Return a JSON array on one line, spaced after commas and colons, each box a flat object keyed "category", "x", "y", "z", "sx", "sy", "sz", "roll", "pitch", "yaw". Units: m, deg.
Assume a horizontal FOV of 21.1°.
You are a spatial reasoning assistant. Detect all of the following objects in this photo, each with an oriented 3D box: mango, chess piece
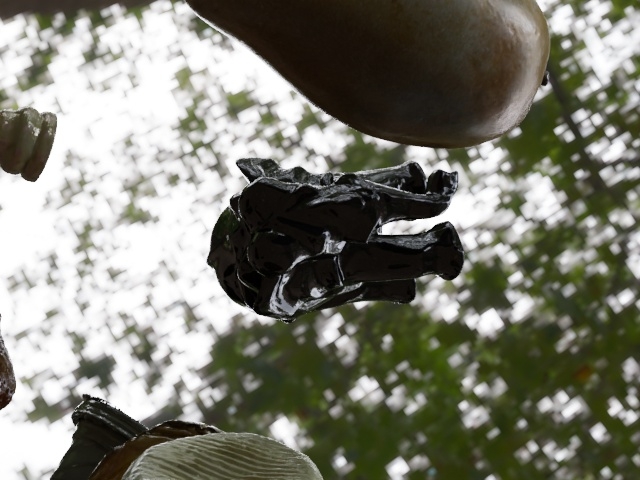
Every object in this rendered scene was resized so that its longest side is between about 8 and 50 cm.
[{"category": "mango", "x": 0.047, "y": -0.215, "z": 1.653, "sx": 0.199, "sy": 0.384, "sz": 0.221, "roll": -94, "pitch": -153, "yaw": -46}, {"category": "chess piece", "x": -0.416, "y": -0.134, "z": 2.103, "sx": 0.094, "sy": 0.170, "sz": 0.094, "roll": -165, "pitch": -90, "yaw": -70}]

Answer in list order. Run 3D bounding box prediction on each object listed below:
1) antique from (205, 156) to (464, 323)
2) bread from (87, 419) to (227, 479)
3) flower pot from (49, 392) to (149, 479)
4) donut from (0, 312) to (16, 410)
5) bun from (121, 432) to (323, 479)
[{"category": "antique", "x": 0.000, "y": 0.000, "z": 1.976, "sx": 0.322, "sy": 0.255, "sz": 0.185, "roll": 147, "pitch": -61, "yaw": -63}, {"category": "bread", "x": -0.150, "y": 0.331, "z": 1.994, "sx": 0.253, "sy": 0.227, "sz": 0.142, "roll": 25, "pitch": -29, "yaw": 40}, {"category": "flower pot", "x": -0.274, "y": 0.332, "z": 2.322, "sx": 0.235, "sy": 0.140, "sz": 0.235, "roll": 32, "pitch": -26, "yaw": 18}, {"category": "donut", "x": -0.435, "y": 0.164, "z": 1.772, "sx": 0.112, "sy": 0.295, "sz": 0.151, "roll": 55, "pitch": -20, "yaw": 10}, {"category": "bun", "x": -0.101, "y": 0.286, "z": 1.764, "sx": 0.222, "sy": 0.222, "sz": 0.127, "roll": 20, "pitch": -64, "yaw": 44}]
